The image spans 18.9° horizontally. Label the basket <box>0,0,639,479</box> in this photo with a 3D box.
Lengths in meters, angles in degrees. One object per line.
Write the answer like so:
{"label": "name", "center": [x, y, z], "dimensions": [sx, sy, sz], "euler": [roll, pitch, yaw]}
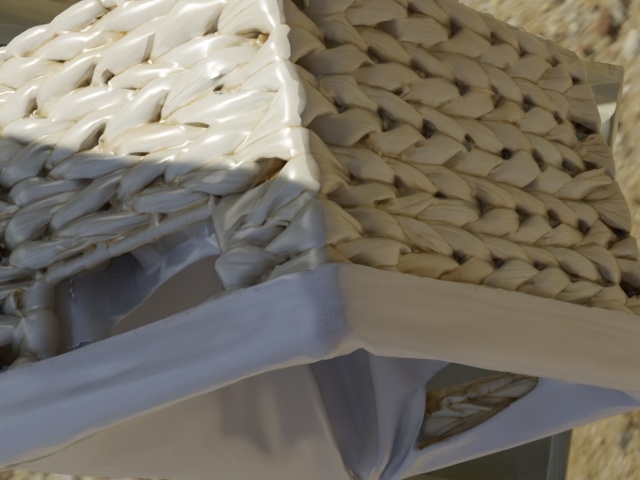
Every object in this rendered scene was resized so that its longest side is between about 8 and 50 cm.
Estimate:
{"label": "basket", "center": [0.000, 0.000, 0.489], "dimensions": [0.113, 0.167, 0.103], "euler": [-21, 70, 32]}

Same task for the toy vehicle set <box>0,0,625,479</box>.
{"label": "toy vehicle set", "center": [-0.037, 0.001, 0.672], "dimensions": [0.266, 0.035, 0.166], "euler": [9, 122, 9]}
